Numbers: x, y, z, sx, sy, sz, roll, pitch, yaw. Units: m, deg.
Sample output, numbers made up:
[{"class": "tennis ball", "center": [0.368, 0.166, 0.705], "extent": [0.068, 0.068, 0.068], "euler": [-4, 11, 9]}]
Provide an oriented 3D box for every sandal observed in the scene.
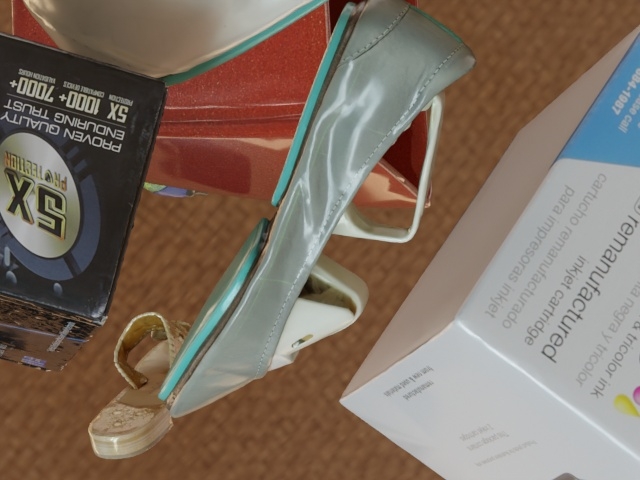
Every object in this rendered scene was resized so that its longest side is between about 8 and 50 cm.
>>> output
[{"class": "sandal", "center": [-0.148, 0.105, 1.707], "extent": [0.240, 0.088, 0.079], "euler": [-56, 140, -62]}]

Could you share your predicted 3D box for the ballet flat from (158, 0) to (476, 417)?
[{"class": "ballet flat", "center": [0.000, 0.000, 0.790], "extent": [0.068, 0.213, 0.072], "euler": [26, 23, -2]}]

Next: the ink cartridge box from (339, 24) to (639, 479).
[{"class": "ink cartridge box", "center": [0.191, 0.065, 0.926], "extent": [0.270, 0.197, 0.198], "euler": [36, 69, -3]}]

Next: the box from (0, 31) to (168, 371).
[{"class": "box", "center": [-0.139, -0.018, 0.619], "extent": [0.147, 0.180, 0.077], "euler": [16, 78, -10]}]

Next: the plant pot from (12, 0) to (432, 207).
[{"class": "plant pot", "center": [-0.073, -0.160, 1.320], "extent": [0.235, 0.267, 0.267], "euler": [-8, 78, 16]}]

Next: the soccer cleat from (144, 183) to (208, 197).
[{"class": "soccer cleat", "center": [-0.156, -0.146, 1.894], "extent": [0.121, 0.289, 0.093], "euler": [11, 51, 0]}]

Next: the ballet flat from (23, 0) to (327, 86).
[{"class": "ballet flat", "center": [0.058, -0.186, 0.614], "extent": [0.400, 0.139, 0.139], "euler": [-28, 77, 12]}]
